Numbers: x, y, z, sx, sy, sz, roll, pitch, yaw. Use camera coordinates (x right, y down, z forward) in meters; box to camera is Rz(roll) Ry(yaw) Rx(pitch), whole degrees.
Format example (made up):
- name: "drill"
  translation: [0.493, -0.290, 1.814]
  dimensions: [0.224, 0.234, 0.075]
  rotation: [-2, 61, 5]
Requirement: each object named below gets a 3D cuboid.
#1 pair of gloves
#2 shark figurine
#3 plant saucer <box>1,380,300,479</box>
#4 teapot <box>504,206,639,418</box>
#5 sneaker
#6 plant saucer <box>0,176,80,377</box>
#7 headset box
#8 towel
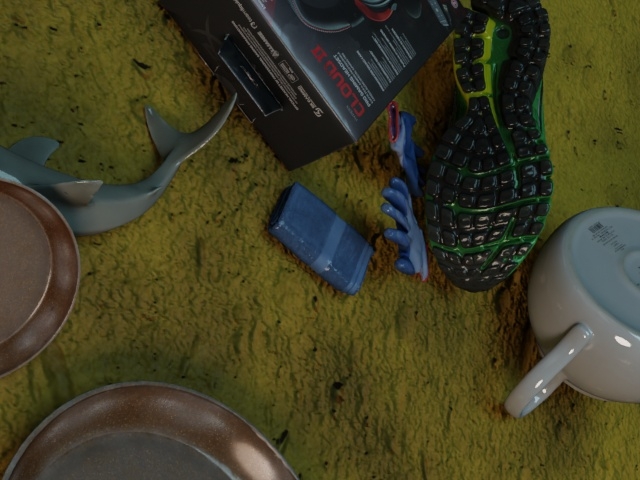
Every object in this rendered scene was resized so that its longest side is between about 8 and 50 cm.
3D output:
- name: "pair of gloves"
  translation: [0.089, -0.053, 1.068]
  dimensions: [0.159, 0.023, 0.198]
  rotation: [48, 38, -65]
- name: "shark figurine"
  translation: [-0.185, -0.048, 0.821]
  dimensions: [0.278, 0.116, 0.166]
  rotation: [-6, 82, -40]
- name: "plant saucer"
  translation: [-0.119, 0.260, 0.780]
  dimensions: [0.311, 0.050, 0.310]
  rotation: [27, 45, -31]
- name: "teapot"
  translation: [0.339, 0.099, 1.185]
  dimensions: [0.256, 0.187, 0.252]
  rotation: [13, 45, -10]
- name: "sneaker"
  translation: [0.202, -0.104, 1.152]
  dimensions: [0.146, 0.134, 0.343]
  rotation: [60, 40, -70]
- name: "plant saucer"
  translation: [-0.260, 0.028, 0.738]
  dimensions: [0.168, 0.029, 0.168]
  rotation: [-15, 120, -27]
- name: "headset box"
  translation: [-0.004, -0.229, 1.032]
  dimensions: [0.218, 0.110, 0.293]
  rotation: [53, 50, -16]
- name: "towel"
  translation: [0.000, 0.000, 1.018]
  dimensions: [0.119, 0.029, 0.067]
  rotation: [41, 53, -25]
